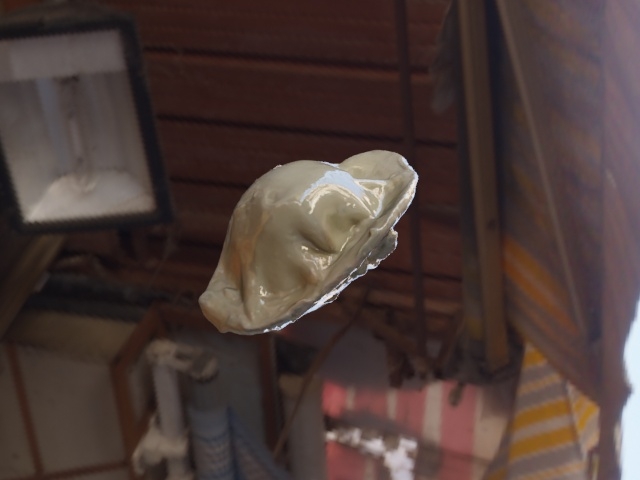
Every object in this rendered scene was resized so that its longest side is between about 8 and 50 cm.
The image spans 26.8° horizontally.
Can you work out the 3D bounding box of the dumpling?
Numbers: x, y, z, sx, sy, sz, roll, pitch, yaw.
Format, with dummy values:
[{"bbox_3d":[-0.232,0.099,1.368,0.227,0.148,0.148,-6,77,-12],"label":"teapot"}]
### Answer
[{"bbox_3d":[0.001,0.002,0.450,0.057,0.076,0.052,39,-49,40],"label":"dumpling"}]
